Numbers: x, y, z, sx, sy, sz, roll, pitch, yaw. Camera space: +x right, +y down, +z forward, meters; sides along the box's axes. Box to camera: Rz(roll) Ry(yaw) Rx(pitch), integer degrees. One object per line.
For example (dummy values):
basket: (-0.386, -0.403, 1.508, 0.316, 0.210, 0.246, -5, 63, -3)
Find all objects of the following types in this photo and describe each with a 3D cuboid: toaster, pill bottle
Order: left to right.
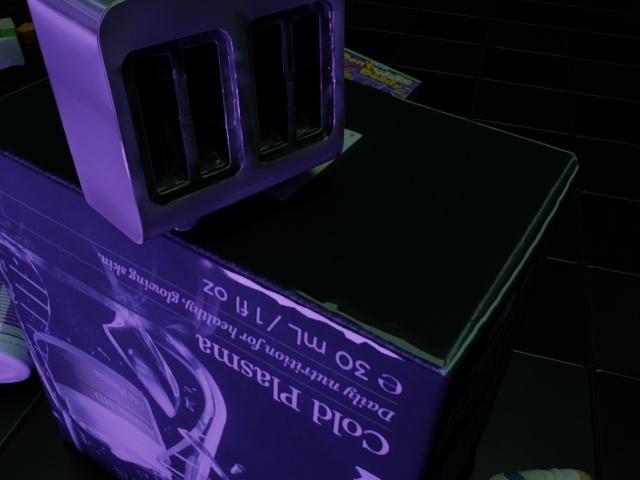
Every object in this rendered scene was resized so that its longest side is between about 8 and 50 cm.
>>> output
pill bottle: (-0.445, 0.095, 0.897, 0.108, 0.108, 0.193, 2, 55, -2)
toaster: (-0.077, -0.109, 0.402, 0.168, 0.186, 0.110, -27, 44, -31)

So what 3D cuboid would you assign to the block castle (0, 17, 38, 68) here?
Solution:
block castle: (-0.593, -0.246, 1.189, 0.453, 0.303, 0.213, -17, 44, -22)

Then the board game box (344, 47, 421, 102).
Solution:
board game box: (0.035, -0.373, 1.478, 0.347, 0.078, 0.233, 27, 41, 11)

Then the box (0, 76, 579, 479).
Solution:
box: (-0.060, 0.092, 0.670, 0.480, 0.472, 0.297, 24, 45, 24)

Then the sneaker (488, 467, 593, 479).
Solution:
sneaker: (0.228, 0.379, 0.648, 0.131, 0.112, 0.296, -4, 35, 19)
